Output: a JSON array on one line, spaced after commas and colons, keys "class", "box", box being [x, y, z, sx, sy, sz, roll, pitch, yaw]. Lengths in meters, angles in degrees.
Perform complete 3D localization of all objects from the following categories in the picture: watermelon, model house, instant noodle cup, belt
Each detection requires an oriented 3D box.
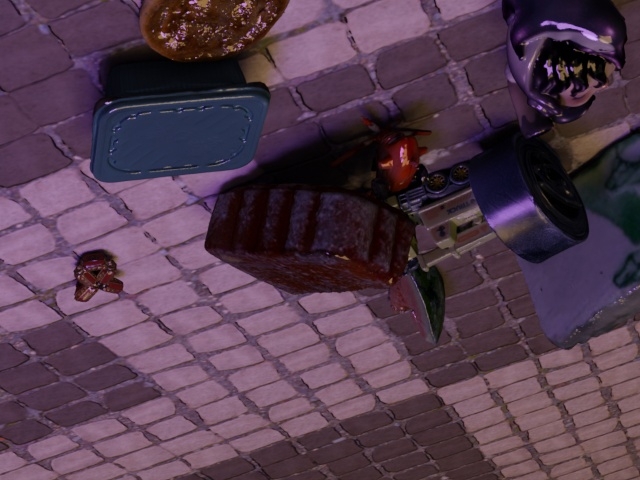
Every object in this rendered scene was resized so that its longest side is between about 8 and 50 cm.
[{"class": "watermelon", "box": [0.135, 0.081, 2.190, 0.080, 0.101, 0.155, -1, 143, -2]}, {"class": "model house", "box": [0.459, 0.012, 2.098, 0.325, 0.194, 0.267, 6, 147, -40]}, {"class": "instant noodle cup", "box": [-0.150, -0.128, 1.645, 0.179, 0.070, 0.157, -7, 153, -15]}, {"class": "belt", "box": [0.254, -0.051, 1.916, 0.082, 0.141, 0.190, -26, 152, 26]}]

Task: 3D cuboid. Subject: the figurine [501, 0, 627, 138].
[{"class": "figurine", "box": [0.246, -0.207, 1.654, 0.145, 0.145, 0.222, -11, 164, -7]}]

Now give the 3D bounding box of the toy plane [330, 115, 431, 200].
[{"class": "toy plane", "box": [0.067, -0.073, 1.854, 0.126, 0.077, 0.194, -11, 156, -38]}]

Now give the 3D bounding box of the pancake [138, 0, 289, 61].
[{"class": "pancake", "box": [-0.100, -0.219, 1.543, 0.158, 0.028, 0.158, -12, 156, -6]}]

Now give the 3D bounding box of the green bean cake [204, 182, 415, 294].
[{"class": "green bean cake", "box": [0.000, 0.000, 1.857, 0.233, 0.097, 0.198, 0, 162, 43]}]

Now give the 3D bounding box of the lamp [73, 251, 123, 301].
[{"class": "lamp", "box": [-0.274, 0.042, 1.954, 0.063, 0.031, 0.083, -13, 150, -7]}]

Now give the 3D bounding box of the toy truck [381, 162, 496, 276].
[{"class": "toy truck", "box": [0.137, -0.020, 1.960, 0.169, 0.100, 0.077, -20, 151, 9]}]
